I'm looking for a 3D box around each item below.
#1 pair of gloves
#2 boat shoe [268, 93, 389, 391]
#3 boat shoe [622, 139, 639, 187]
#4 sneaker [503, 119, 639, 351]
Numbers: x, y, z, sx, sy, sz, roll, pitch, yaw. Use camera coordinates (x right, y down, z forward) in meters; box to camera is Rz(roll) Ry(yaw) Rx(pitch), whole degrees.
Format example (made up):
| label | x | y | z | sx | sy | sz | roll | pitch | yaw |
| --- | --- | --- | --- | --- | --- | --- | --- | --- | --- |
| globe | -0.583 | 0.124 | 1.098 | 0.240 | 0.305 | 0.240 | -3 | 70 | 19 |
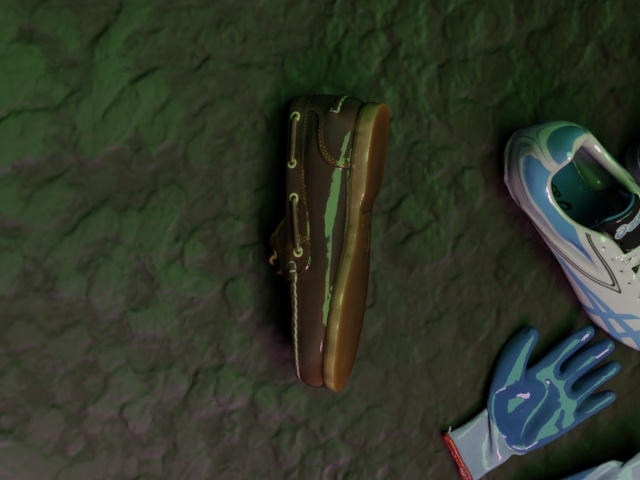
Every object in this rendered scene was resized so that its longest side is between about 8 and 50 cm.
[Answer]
| label | x | y | z | sx | sy | sz | roll | pitch | yaw |
| --- | --- | --- | --- | --- | --- | --- | --- | --- | --- |
| pair of gloves | 0.186 | 0.164 | 1.236 | 0.159 | 0.023 | 0.198 | -33 | 98 | -11 |
| boat shoe | 0.000 | 0.000 | 1.130 | 0.073 | 0.073 | 0.207 | 7 | 89 | 14 |
| boat shoe | 0.358 | 0.017 | 1.260 | 0.301 | 0.102 | 0.108 | 39 | 55 | -17 |
| sneaker | 0.226 | 0.007 | 1.213 | 0.085 | 0.086 | 0.237 | -47 | 112 | -14 |
